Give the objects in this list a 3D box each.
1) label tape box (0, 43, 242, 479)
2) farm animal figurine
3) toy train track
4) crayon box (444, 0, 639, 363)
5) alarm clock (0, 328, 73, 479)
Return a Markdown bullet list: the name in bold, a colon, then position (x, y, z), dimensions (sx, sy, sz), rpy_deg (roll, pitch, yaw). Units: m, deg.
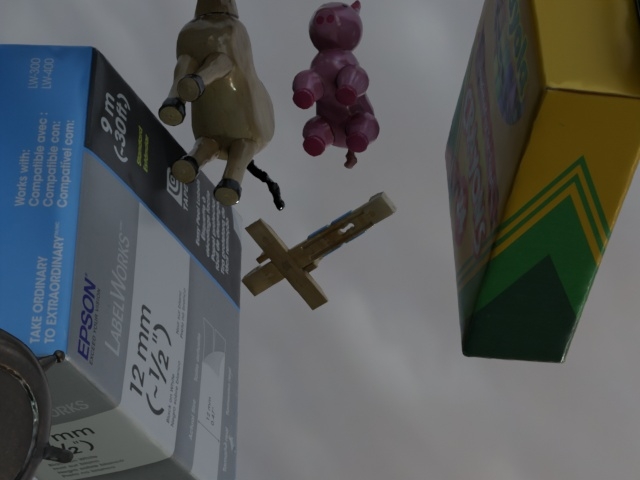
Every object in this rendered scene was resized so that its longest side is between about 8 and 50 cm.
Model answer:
- **label tape box**: position (-0.174, 0.011, 1.339), dimensions (0.347, 0.115, 0.249), rpy_deg (53, 31, -51)
- **farm animal figurine**: position (-0.043, -0.221, 1.374), dimensions (0.327, 0.172, 0.330), rpy_deg (41, -56, -14)
- **toy train track**: position (0.000, 0.000, 0.861), dimensions (0.083, 0.014, 0.048), rpy_deg (-31, -75, 32)
- **crayon box**: position (0.155, -0.092, 1.348), dimensions (0.318, 0.081, 0.202), rpy_deg (102, -10, -47)
- **alarm clock**: position (-0.228, 0.103, 1.113), dimensions (0.192, 0.129, 0.064), rpy_deg (13, 6, -43)
